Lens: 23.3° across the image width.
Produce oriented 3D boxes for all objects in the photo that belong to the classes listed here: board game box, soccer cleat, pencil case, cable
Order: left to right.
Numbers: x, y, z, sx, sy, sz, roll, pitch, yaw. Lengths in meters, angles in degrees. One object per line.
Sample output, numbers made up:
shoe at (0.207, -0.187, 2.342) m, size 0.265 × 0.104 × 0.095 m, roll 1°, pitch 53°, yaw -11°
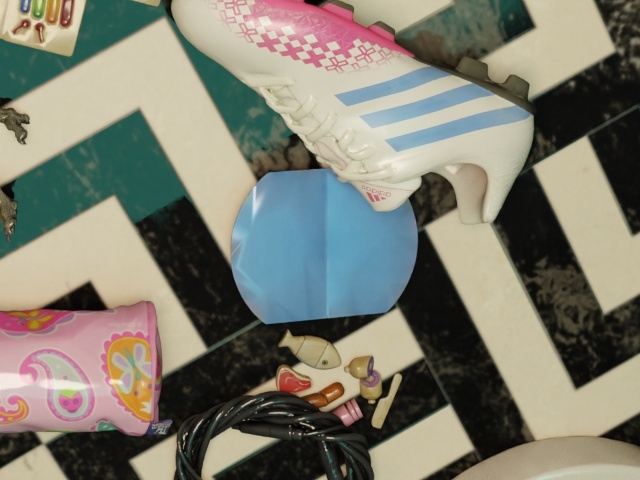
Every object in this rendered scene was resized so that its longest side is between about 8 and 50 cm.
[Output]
pencil case at (-0.269, 0.111, 1.283) m, size 0.284 × 0.124 × 0.124 m, roll 1°, pitch 107°, yaw -14°
cable at (-0.044, 0.207, 1.395) m, size 0.184 × 0.047 × 0.150 m, roll 33°, pitch 106°, yaw -15°
board game box at (0.000, 0.000, 1.355) m, size 0.169 × 0.033 × 0.133 m, roll -5°, pitch 103°, yaw -16°
soccer cleat at (0.026, -0.107, 1.270) m, size 0.331 × 0.116 × 0.143 m, roll 18°, pitch 85°, yaw -19°

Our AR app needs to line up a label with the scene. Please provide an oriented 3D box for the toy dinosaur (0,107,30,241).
toy dinosaur at (-0.300, -0.063, 1.254) m, size 0.118 × 0.064 × 0.268 m, roll 8°, pitch 102°, yaw -8°

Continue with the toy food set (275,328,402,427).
toy food set at (0.012, 0.133, 1.404) m, size 0.122 × 0.019 × 0.078 m, roll 18°, pitch 103°, yaw -17°

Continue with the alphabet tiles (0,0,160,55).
alphabet tiles at (-0.234, -0.328, 1.198) m, size 0.285 × 0.011 × 0.342 m, roll 13°, pitch 101°, yaw -15°

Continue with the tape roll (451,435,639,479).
tape roll at (0.237, 0.377, 1.505) m, size 0.392 × 0.072 × 0.392 m, roll -4°, pitch 108°, yaw -12°
